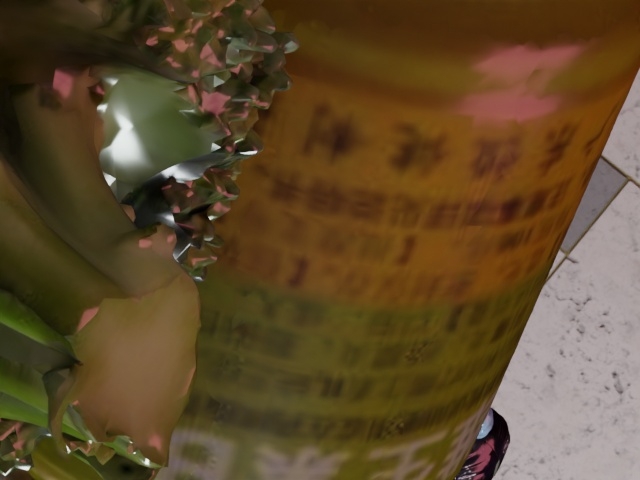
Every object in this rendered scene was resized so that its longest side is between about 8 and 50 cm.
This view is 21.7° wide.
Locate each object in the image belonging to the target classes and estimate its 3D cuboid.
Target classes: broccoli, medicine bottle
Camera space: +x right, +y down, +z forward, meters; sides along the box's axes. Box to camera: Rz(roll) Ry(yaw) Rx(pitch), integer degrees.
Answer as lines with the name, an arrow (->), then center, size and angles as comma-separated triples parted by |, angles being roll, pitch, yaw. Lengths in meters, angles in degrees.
broccoli -> -0.103, -0.013, 0.447 | 0.198, 0.176, 0.226 | -21, 115, -32
medicine bottle -> -0.032, 0.019, 0.684 | 0.224, 0.224, 0.384 | -45, 159, -54

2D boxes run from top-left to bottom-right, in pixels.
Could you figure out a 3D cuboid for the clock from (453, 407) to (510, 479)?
clock -> 0.056, 0.119, 1.300 | 0.100, 0.195, 0.194 | -54, 167, -19
